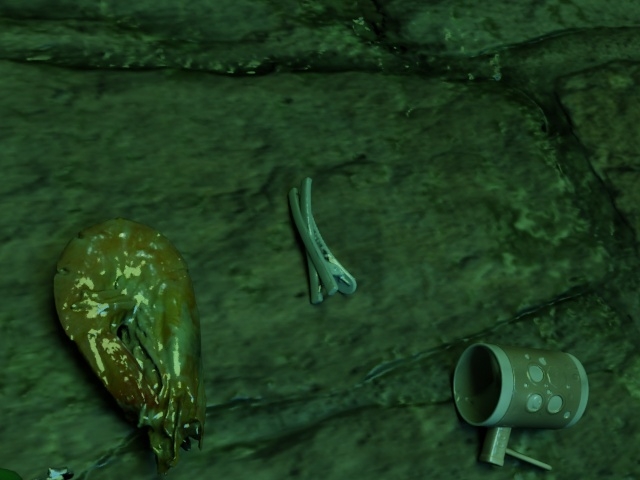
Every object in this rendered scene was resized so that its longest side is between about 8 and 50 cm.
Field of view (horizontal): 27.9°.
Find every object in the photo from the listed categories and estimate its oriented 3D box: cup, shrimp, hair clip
[{"bbox_3d":[0.179,0.141,1.117,0.099,0.074,0.102,7,57,-27],"label":"cup"},{"bbox_3d":[-0.142,0.079,0.986,0.115,0.051,0.217,-3,62,-25],"label":"shrimp"},{"bbox_3d":[-0.001,0.001,1.137,0.039,0.030,0.115,10,55,-48],"label":"hair clip"}]

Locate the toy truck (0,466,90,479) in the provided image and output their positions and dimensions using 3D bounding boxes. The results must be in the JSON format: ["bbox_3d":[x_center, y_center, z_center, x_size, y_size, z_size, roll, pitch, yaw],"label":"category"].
[{"bbox_3d":[-0.178,0.255,0.816,0.125,0.101,0.242,-10,63,-30],"label":"toy truck"}]
